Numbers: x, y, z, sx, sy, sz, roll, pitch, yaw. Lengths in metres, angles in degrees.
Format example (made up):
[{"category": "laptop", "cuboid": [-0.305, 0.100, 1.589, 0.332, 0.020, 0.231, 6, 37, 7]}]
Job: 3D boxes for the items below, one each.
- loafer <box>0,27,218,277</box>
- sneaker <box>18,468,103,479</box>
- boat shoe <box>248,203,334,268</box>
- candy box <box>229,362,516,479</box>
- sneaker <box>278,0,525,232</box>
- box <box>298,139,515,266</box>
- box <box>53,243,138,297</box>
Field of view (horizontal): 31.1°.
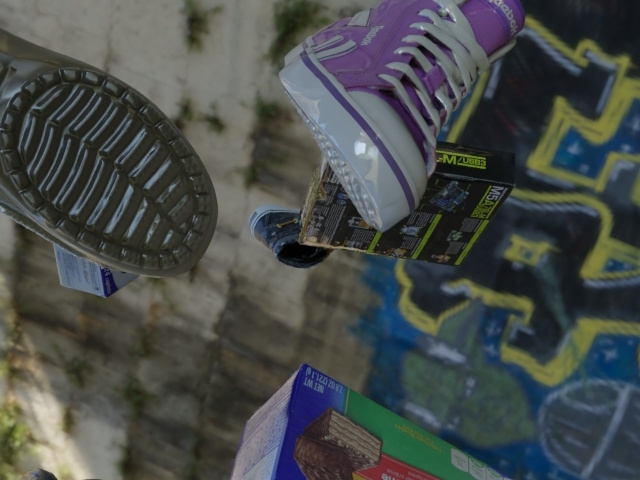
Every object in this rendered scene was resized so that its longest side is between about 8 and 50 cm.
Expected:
[{"category": "loafer", "cuboid": [-0.182, -0.069, 0.695, 0.102, 0.268, 0.092, -57, 7, -12]}, {"category": "sneaker", "cuboid": [-0.274, 0.271, 1.070, 0.106, 0.101, 0.267, -18, -4, -35]}, {"category": "boat shoe", "cuboid": [0.000, 0.000, 1.488, 0.183, 0.083, 0.065, 0, -55, -34]}, {"category": "candy box", "cuboid": [0.041, 0.303, 1.014, 0.122, 0.268, 0.317, -50, 16, 36]}, {"category": "sneaker", "cuboid": [0.062, -0.112, 0.735, 0.161, 0.102, 0.282, -29, 24, 8]}, {"category": "box", "cuboid": [0.082, -0.040, 1.165, 0.191, 0.184, 0.045, 111, 163, -62]}, {"category": "box", "cuboid": [-0.234, -0.025, 1.301, 0.137, 0.072, 0.126, -40, -46, -49]}]
